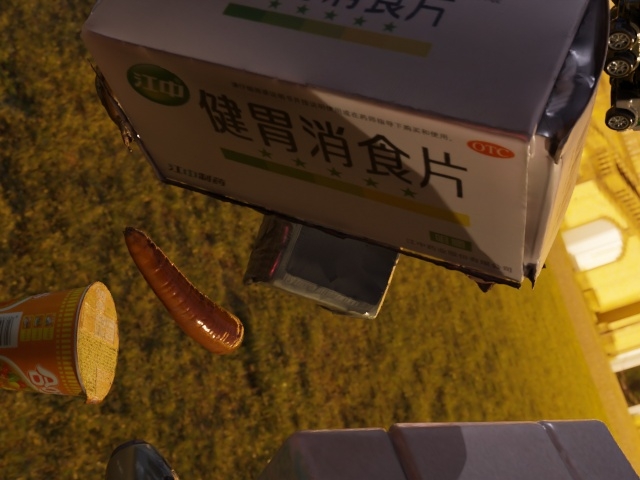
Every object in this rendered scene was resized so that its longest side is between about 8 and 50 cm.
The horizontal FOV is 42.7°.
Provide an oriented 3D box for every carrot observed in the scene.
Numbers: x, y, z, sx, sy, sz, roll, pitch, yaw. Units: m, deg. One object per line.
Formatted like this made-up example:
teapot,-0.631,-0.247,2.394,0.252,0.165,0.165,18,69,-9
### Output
carrot,-0.167,0.078,1.028,0.066,0.062,0.271,-63,145,-20

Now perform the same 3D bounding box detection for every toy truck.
toy truck,0.660,-0.376,1.643,0.363,0.178,0.176,69,33,-51

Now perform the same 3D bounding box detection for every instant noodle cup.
instant noodle cup,-0.394,0.143,1.130,0.168,0.185,0.168,-3,90,-84

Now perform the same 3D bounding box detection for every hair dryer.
hair dryer,-0.080,0.253,0.650,0.199,0.067,0.167,31,22,-31

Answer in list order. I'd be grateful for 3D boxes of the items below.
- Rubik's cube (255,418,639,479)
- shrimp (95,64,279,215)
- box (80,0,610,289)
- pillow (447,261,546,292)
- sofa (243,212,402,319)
Rubik's cube,0.090,0.345,0.590,0.319,0.321,0.315,7,43,-32
shrimp,-0.169,-0.125,1.020,0.290,0.222,0.054,45,60,-25
box,0.023,-0.103,0.578,0.145,0.333,0.173,-63,157,-23
pillow,0.194,-0.001,1.085,0.185,0.118,0.043,38,49,-13
sofa,0.000,0.000,1.253,0.176,0.226,0.210,8,-100,68
